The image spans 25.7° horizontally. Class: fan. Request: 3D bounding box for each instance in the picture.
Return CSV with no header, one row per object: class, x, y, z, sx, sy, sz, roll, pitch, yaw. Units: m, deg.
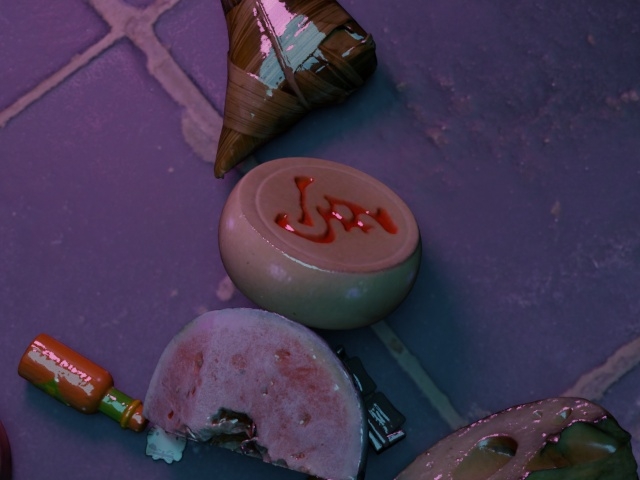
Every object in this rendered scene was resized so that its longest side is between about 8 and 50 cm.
fan,-0.203,0.257,1.877,0.056,0.004,0.083,13,76,4

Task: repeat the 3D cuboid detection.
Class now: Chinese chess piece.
Chinese chess piece,0.000,0.000,1.820,0.273,0.102,0.273,13,35,-9

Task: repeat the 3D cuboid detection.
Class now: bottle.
bottle,-0.309,0.196,1.862,0.187,0.069,0.069,29,78,9

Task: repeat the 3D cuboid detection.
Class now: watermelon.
watermelon,-0.054,0.187,1.782,0.322,0.175,0.188,17,90,20

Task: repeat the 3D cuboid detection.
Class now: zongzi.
zongzi,-0.106,-0.261,1.951,0.288,0.134,0.286,-41,72,-1

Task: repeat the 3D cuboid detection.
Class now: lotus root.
lotus root,0.244,0.328,1.790,0.314,0.142,0.210,-21,113,-8

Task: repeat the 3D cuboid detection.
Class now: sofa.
sofa,0.057,0.206,1.842,0.060,0.085,0.147,-36,77,-4

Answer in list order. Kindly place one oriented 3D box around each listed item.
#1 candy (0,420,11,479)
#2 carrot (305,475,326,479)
candy,-0.536,0.297,1.828,0.255,0.094,0.255,0,76,1
carrot,-0.011,0.347,1.824,0.060,0.060,0.186,38,82,10
